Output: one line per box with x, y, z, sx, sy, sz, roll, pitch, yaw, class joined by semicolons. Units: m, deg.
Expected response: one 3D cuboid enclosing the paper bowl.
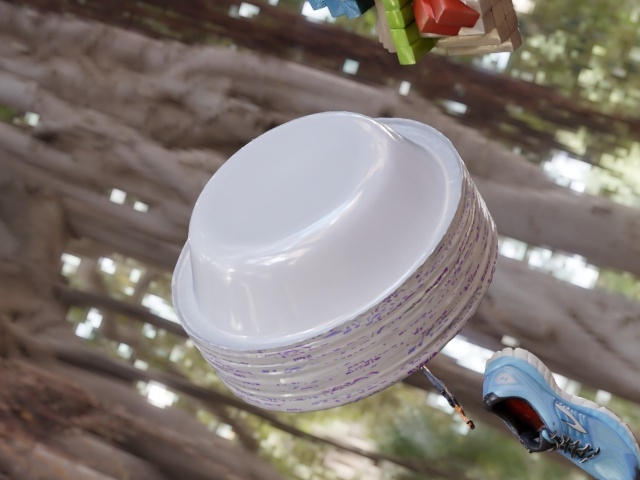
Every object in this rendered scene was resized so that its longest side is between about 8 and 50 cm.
0.000;0.000;1.417;0.284;0.284;0.148;-59;-46;-33;paper bowl

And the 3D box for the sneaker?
0.199;0.165;1.381;0.063;0.162;0.073;-53;3;40;sneaker

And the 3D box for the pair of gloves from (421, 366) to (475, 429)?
0.135;0.163;1.752;0.010;0.074;0.083;-40;-43;1;pair of gloves

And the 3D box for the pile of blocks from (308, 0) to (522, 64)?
0.032;-0.265;1.726;0.112;0.362;0.149;-42;-32;-42;pile of blocks
